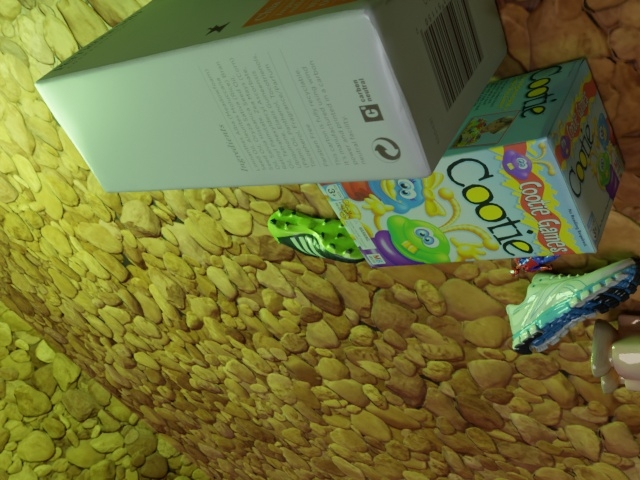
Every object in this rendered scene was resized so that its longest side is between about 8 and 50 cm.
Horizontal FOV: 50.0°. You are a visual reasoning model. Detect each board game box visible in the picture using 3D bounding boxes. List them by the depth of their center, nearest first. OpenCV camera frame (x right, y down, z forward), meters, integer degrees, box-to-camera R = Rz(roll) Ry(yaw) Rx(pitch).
[{"bbox_3d":[0.162,-0.072,0.758,0.275,0.144,0.142,-6,127,43],"label":"board game box"}]

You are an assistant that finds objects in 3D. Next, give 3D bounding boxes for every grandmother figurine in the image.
[{"bbox_3d":[0.499,0.143,0.782,0.343,0.104,0.208,0,158,34],"label":"grandmother figurine"}]

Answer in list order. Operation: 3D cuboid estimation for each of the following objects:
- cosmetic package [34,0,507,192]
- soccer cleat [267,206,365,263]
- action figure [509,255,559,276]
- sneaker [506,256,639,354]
[{"bbox_3d":[-0.064,-0.185,0.740,0.453,0.230,0.161,0,130,37],"label":"cosmetic package"},{"bbox_3d":[0.000,0.000,1.041,0.179,0.060,0.072,20,151,30],"label":"soccer cleat"},{"bbox_3d":[0.279,0.020,0.867,0.038,0.030,0.115,35,145,-8],"label":"action figure"},{"bbox_3d":[0.307,0.064,0.863,0.071,0.082,0.191,21,133,-38],"label":"sneaker"}]
